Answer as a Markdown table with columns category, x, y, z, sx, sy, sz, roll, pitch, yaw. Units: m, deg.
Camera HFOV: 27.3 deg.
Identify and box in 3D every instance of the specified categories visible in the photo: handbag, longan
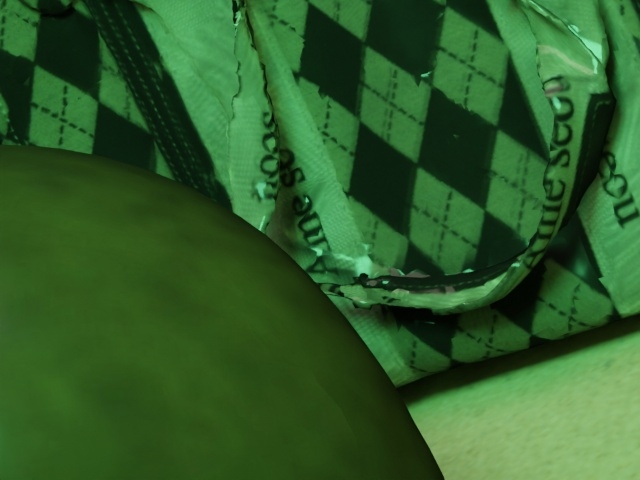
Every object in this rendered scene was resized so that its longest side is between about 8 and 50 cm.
| category | x | y | z | sx | sy | sz | roll | pitch | yaw |
| --- | --- | --- | --- | --- | --- | --- | --- | --- | --- |
| handbag | 0.044 | -0.101 | 0.639 | 0.416 | 0.316 | 0.180 | -22 | 12 | 27 |
| longan | -0.091 | 0.092 | 0.464 | 0.300 | 0.300 | 0.243 | -138 | 66 | -73 |
